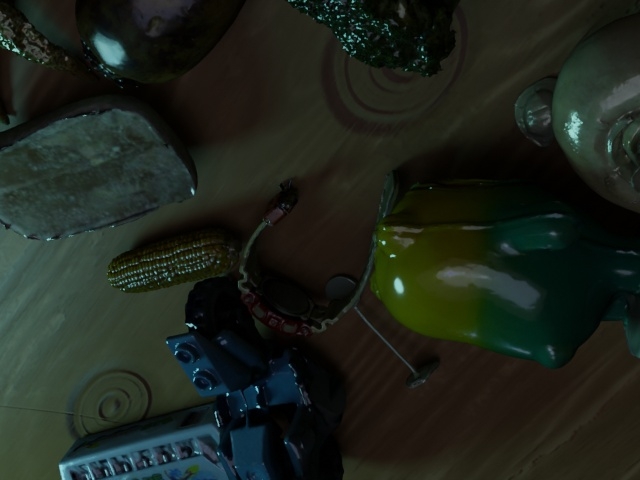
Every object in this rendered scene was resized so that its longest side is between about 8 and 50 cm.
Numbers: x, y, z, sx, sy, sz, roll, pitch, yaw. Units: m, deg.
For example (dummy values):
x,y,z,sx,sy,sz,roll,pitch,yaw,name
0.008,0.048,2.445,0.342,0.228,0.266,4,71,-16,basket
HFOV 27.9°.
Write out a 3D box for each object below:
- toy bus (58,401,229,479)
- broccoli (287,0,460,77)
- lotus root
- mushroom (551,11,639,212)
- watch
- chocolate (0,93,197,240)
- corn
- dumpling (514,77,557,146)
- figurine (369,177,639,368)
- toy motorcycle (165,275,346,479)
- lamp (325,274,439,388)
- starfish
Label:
x,y,z,sx,sy,sz,roll,pitch,yaw,name
-0.238,0.342,1.972,0.330,0.109,0.136,-17,108,24,toy bus
0.074,-0.337,1.315,0.283,0.304,0.321,-23,144,2,broccoli
-0.178,-0.285,1.477,0.169,0.141,0.314,37,125,-17,lotus root
0.378,-0.126,1.411,0.246,0.202,0.246,4,134,4,mushroom
-0.008,0.004,1.681,0.165,0.102,0.268,21,119,2,watch
-0.312,-0.104,1.671,0.303,0.100,0.185,-14,131,26,chocolate
-0.201,0.028,1.754,0.207,0.068,0.068,-13,121,24,corn
0.258,-0.152,1.522,0.059,0.043,0.077,21,134,28,dumpling
0.226,0.039,1.544,0.340,0.231,0.323,5,154,6,figurine
-0.083,0.255,1.783,0.172,0.232,0.416,-12,121,28,toy motorcycle
0.084,0.120,1.774,0.050,0.056,0.198,-36,99,34,lamp
-0.426,-0.303,1.579,0.358,0.078,0.347,30,124,-7,starfish
